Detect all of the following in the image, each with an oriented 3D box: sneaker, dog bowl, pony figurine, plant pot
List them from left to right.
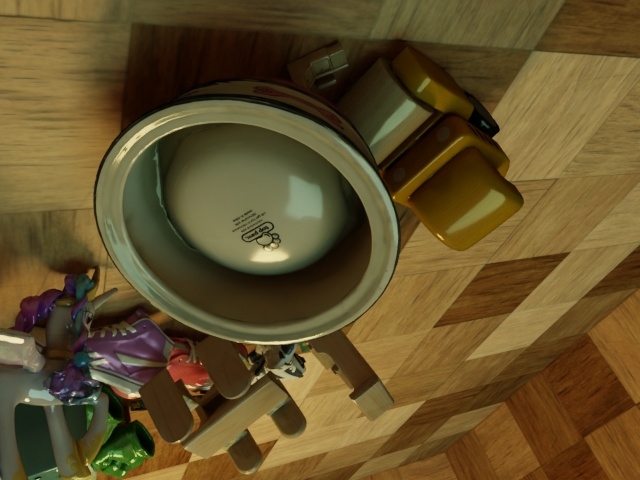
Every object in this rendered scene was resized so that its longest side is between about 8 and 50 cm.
[{"bbox_3d":[-0.495,0.218,0.981,0.351,0.364,0.302,6,174,-42],"label":"pony figurine"},{"bbox_3d":[-0.559,0.364,1.222,0.165,0.234,0.166,-17,147,-12],"label":"plant pot"},{"bbox_3d":[-0.423,0.187,1.208,0.282,0.102,0.161,28,85,-31],"label":"sneaker"},{"bbox_3d":[-0.300,0.268,1.370,0.313,0.116,0.136,-6,142,-27],"label":"sneaker"},{"bbox_3d":[-0.092,-0.045,0.871,0.407,0.150,0.408,4,128,5],"label":"dog bowl"},{"bbox_3d":[-0.085,0.295,1.575,0.153,0.094,0.235,1,141,-37],"label":"sneaker"}]

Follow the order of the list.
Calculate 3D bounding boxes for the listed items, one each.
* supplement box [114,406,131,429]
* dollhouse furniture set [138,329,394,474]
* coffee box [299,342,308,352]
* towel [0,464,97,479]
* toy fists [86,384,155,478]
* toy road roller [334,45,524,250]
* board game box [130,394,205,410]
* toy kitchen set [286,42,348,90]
[{"bbox_3d":[-0.527,0.456,1.560,0.083,0.043,0.055,-40,144,22],"label":"supplement box"},{"bbox_3d":[-0.087,0.339,1.282,0.394,0.256,0.362,-37,147,-5],"label":"dollhouse furniture set"},{"bbox_3d":[-0.014,0.212,1.548,0.113,0.040,0.184,-23,149,-4],"label":"coffee box"},{"bbox_3d":[-0.764,0.605,1.587,0.374,0.090,0.320,-6,147,-28],"label":"towel"},{"bbox_3d":[-0.518,0.464,1.469,0.142,0.096,0.279,-23,127,3],"label":"toy fists"},{"bbox_3d":[0.182,-0.126,0.991,0.329,0.241,0.202,15,130,-46],"label":"toy road roller"},{"bbox_3d":[-0.327,0.391,1.502,0.259,0.030,0.136,-14,162,36],"label":"board game box"},{"bbox_3d":[0.007,-0.222,0.888,0.083,0.075,0.068,-22,150,4],"label":"toy kitchen set"}]
